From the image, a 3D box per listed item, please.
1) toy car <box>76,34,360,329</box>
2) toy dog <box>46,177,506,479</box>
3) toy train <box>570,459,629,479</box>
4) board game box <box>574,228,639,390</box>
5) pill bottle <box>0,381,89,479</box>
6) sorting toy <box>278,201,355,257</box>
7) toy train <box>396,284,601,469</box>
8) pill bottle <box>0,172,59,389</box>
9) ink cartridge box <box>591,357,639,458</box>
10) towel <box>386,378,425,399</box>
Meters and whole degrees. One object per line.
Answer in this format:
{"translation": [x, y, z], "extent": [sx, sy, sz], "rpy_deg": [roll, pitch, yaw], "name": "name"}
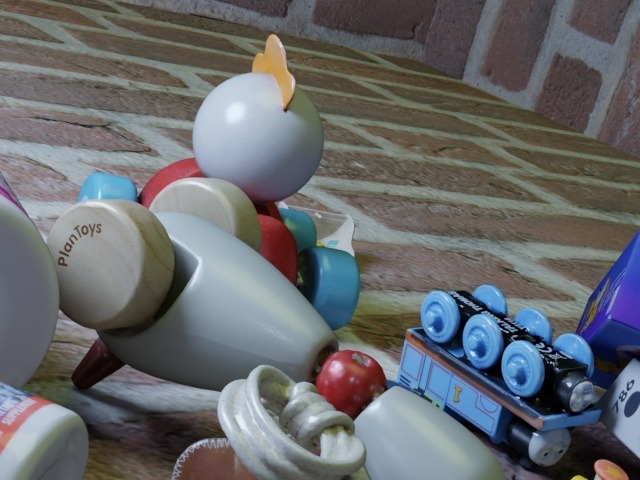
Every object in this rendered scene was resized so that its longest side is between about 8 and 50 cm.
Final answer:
{"translation": [-0.070, -0.067, 1.300], "extent": [0.219, 0.238, 0.210], "rpy_deg": [11, 15, -25], "name": "toy car"}
{"translation": [-0.054, 0.099, 0.955], "extent": [0.220, 0.161, 0.334], "rpy_deg": [8, 31, -43], "name": "toy dog"}
{"translation": [0.246, 0.200, 1.049], "extent": [0.166, 0.046, 0.125], "rpy_deg": [14, 14, -14], "name": "toy train"}
{"translation": [0.332, 0.096, 1.202], "extent": [0.233, 0.078, 0.347], "rpy_deg": [22, -9, 7], "name": "board game box"}
{"translation": [-0.223, 0.101, 0.733], "extent": [0.193, 0.108, 0.108], "rpy_deg": [20, 14, 10], "name": "pill bottle"}
{"translation": [0.000, 0.000, 1.544], "extent": [0.083, 0.045, 0.075], "rpy_deg": [10, 23, -28], "name": "sorting toy"}
{"translation": [0.139, 0.105, 1.163], "extent": [0.080, 0.105, 0.184], "rpy_deg": [-5, 24, -36], "name": "toy train"}
{"translation": [-0.277, -0.005, 0.964], "extent": [0.160, 0.160, 0.283], "rpy_deg": [10, 16, -27], "name": "pill bottle"}
{"translation": [0.306, 0.165, 1.055], "extent": [0.165, 0.065, 0.333], "rpy_deg": [26, 5, -13], "name": "ink cartridge box"}
{"translation": [0.039, 0.127, 1.113], "extent": [0.067, 0.029, 0.119], "rpy_deg": [19, 14, 8], "name": "towel"}
